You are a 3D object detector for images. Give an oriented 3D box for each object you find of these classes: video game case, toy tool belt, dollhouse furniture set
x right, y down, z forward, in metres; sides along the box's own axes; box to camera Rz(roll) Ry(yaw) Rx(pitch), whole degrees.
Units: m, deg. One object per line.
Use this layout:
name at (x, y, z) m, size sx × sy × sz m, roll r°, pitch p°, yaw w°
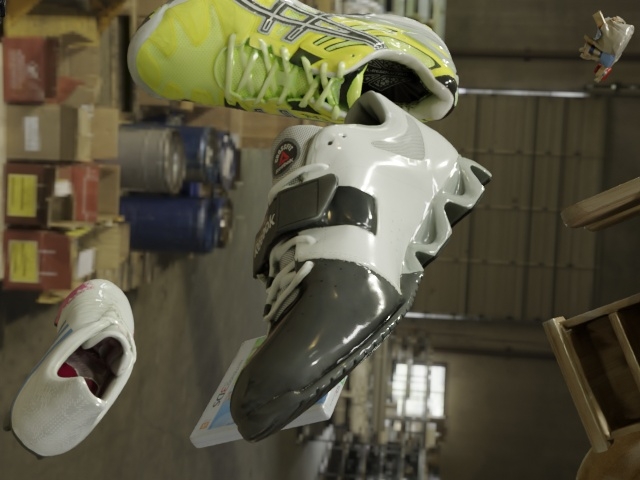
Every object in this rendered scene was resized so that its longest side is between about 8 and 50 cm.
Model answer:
video game case at (-0.050, 0.175, 1.202) m, size 0.023 × 0.212 × 0.193 m, roll 57°, pitch 34°, yaw -22°
toy tool belt at (0.343, -0.238, 1.140) m, size 0.052 × 0.051 × 0.083 m, roll -43°, pitch 162°, yaw -30°
dollhouse furniture set at (0.224, 0.080, 0.613) m, size 0.242 × 0.161 × 0.212 m, roll 5°, pitch 63°, yaw -65°

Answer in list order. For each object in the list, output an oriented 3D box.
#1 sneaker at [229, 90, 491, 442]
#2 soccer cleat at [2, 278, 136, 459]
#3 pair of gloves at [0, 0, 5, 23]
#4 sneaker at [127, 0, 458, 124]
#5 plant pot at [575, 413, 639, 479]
sneaker at (0.000, 0.000, 0.655) m, size 0.122 × 0.146 × 0.330 m, roll -42°, pitch -174°, yaw 39°
soccer cleat at (-0.271, 0.134, 1.154) m, size 0.116 × 0.143 × 0.331 m, roll 46°, pitch 22°, yaw -19°
pair of gloves at (-0.368, -0.254, 0.999) m, size 0.083 × 0.010 × 0.074 m, roll -44°, pitch 155°, yaw -49°
sneaker at (-0.022, -0.204, 1.053) m, size 0.147 × 0.385 × 0.145 m, roll -115°, pitch -154°, yaw -61°
plant pot at (0.337, 0.193, 0.799) m, size 0.032 × 0.236 × 0.236 m, roll -104°, pitch -172°, yaw -46°
